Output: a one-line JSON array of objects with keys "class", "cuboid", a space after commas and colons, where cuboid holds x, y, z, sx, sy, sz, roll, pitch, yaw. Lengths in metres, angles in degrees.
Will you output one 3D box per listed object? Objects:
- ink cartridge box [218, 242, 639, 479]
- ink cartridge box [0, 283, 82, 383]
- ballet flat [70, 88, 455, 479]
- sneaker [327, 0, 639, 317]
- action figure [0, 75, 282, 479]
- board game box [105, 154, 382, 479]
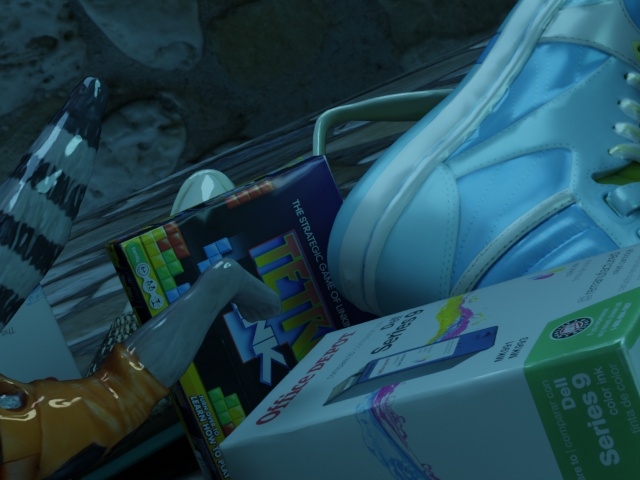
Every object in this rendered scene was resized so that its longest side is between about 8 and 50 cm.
[{"class": "ink cartridge box", "cuboid": [0.080, 0.085, 0.821, 0.212, 0.093, 0.154, -19, 10, 27]}, {"class": "ink cartridge box", "cuboid": [-0.361, 0.055, 1.462, 0.198, 0.270, 0.197, -25, 8, -21]}, {"class": "ballet flat", "cuboid": [0.016, 0.005, 1.152, 0.483, 0.182, 0.164, -22, 0, 4]}, {"class": "sneaker", "cuboid": [0.178, -0.042, 0.978, 0.208, 0.127, 0.319, 33, 75, 33]}, {"class": "action figure", "cuboid": [-0.228, 0.061, 0.742, 0.330, 0.341, 0.178, -52, -9, -34]}, {"class": "board game box", "cuboid": [-0.032, 0.052, 1.028, 0.141, 0.170, 0.048, -25, 8, -17]}]
